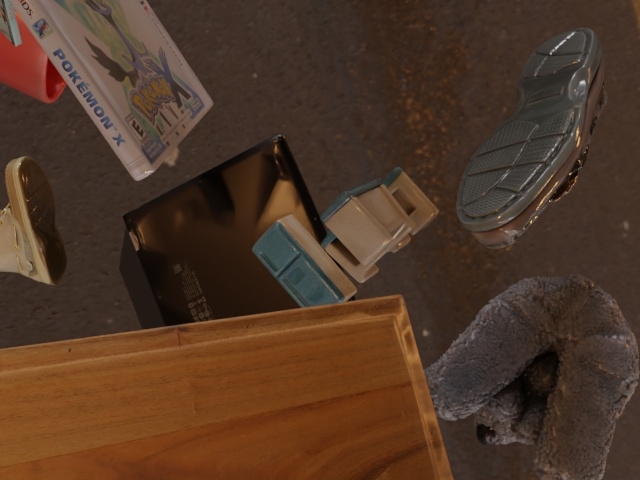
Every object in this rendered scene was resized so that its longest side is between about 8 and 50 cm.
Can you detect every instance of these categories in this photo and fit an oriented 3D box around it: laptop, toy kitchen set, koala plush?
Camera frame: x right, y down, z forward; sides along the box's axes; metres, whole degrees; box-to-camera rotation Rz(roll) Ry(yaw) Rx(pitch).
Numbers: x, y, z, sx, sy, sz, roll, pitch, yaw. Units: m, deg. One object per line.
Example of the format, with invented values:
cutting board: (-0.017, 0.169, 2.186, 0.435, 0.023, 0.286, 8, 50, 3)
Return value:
laptop: (-0.122, 0.119, 1.342, 0.381, 0.408, 0.236, 66, 14, 11)
toy kitchen set: (0.000, 0.000, 0.976, 0.122, 0.207, 0.166, 49, 30, 8)
koala plush: (0.221, 0.151, 0.972, 0.196, 0.221, 0.203, 33, 74, 12)

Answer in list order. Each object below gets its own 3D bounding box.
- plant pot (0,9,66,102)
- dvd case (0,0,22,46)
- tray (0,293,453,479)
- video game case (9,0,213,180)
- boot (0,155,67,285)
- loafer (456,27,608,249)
plant pot: (-0.508, -0.380, 1.450, 0.243, 0.275, 0.274, 17, 71, -7)
dvd case: (-0.424, -0.314, 1.165, 0.013, 0.087, 0.119, -38, 73, -25)
tray: (-0.095, 0.156, 0.540, 0.411, 0.076, 0.202, -4, 74, -38)
video game case: (-0.269, -0.259, 1.215, 0.300, 0.036, 0.329, 57, 18, -16)
boot: (-0.473, -0.031, 1.344, 0.077, 0.165, 0.213, -69, 161, -51)
loafer: (0.204, -0.082, 0.803, 0.084, 0.096, 0.267, 53, 50, -28)
